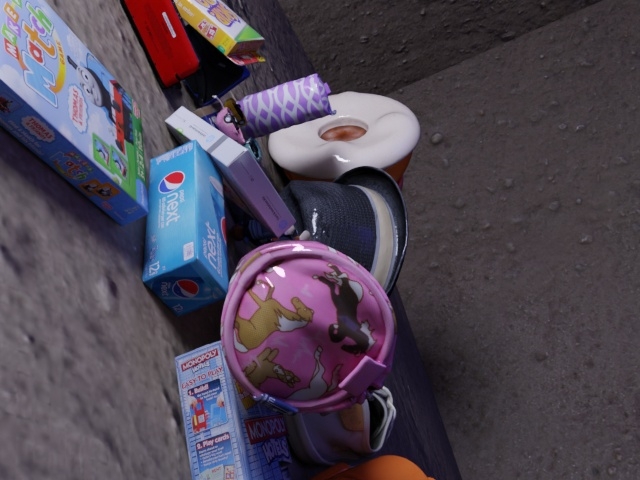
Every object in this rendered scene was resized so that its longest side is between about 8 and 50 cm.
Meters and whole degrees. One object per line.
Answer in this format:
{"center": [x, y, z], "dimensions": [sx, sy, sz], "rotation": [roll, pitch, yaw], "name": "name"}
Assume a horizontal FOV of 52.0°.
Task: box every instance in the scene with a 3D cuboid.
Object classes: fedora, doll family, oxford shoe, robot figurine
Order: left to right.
{"center": [-0.069, 0.032, 0.989], "dimensions": [0.076, 0.111, 0.192], "rotation": [-14, 94, -46], "name": "doll family"}
{"center": [0.000, 0.000, 1.123], "dimensions": [0.153, 0.334, 0.333], "rotation": [22, 38, -32], "name": "fedora"}
{"center": [0.065, 0.288, 1.072], "dimensions": [0.449, 0.130, 0.169], "rotation": [45, 23, -68], "name": "oxford shoe"}
{"center": [0.061, 0.347, 0.827], "dimensions": [0.220, 0.128, 0.158], "rotation": [1, 53, -49], "name": "robot figurine"}

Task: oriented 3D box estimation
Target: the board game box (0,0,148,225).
{"center": [-0.241, -0.133, 0.625], "dimensions": [0.211, 0.039, 0.160], "rotation": [52, 19, -54], "name": "board game box"}

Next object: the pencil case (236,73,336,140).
{"center": [-0.079, -0.253, 1.246], "dimensions": [0.088, 0.206, 0.086], "rotation": [-85, 157, -57], "name": "pencil case"}

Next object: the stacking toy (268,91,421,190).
{"center": [0.078, -0.090, 1.623], "dimensions": [0.350, 0.351, 0.479], "rotation": [-98, 179, -53], "name": "stacking toy"}

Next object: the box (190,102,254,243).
{"center": [-0.145, -0.116, 1.091], "dimensions": [0.136, 0.037, 0.225], "rotation": [-74, 142, -73], "name": "box"}

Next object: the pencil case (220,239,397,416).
{"center": [-0.022, 0.083, 0.753], "dimensions": [0.386, 0.160, 0.167], "rotation": [-179, -90, -85], "name": "pencil case"}

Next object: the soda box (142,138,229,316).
{"center": [-0.154, -0.021, 0.759], "dimensions": [0.210, 0.067, 0.071], "rotation": [-101, 165, -45], "name": "soda box"}

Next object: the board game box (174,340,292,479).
{"center": [-0.080, 0.206, 0.684], "dimensions": [0.194, 0.060, 0.194], "rotation": [35, 35, -71], "name": "board game box"}

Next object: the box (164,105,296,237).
{"center": [-0.126, -0.097, 0.904], "dimensions": [0.186, 0.038, 0.145], "rotation": [38, -14, 44], "name": "box"}

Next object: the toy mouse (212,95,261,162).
{"center": [-0.133, -0.167, 1.060], "dimensions": [0.143, 0.031, 0.161], "rotation": [70, 11, 21], "name": "toy mouse"}

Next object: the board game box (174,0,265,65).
{"center": [-0.194, -0.367, 1.011], "dimensions": [0.259, 0.039, 0.124], "rotation": [43, 24, -2], "name": "board game box"}

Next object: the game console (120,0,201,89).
{"center": [-0.222, -0.303, 0.961], "dimensions": [0.085, 0.124, 0.143], "rotation": [-38, 107, -52], "name": "game console"}

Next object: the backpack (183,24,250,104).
{"center": [-0.188, -0.296, 1.084], "dimensions": [0.120, 0.098, 0.101], "rotation": [54, 9, -10], "name": "backpack"}
